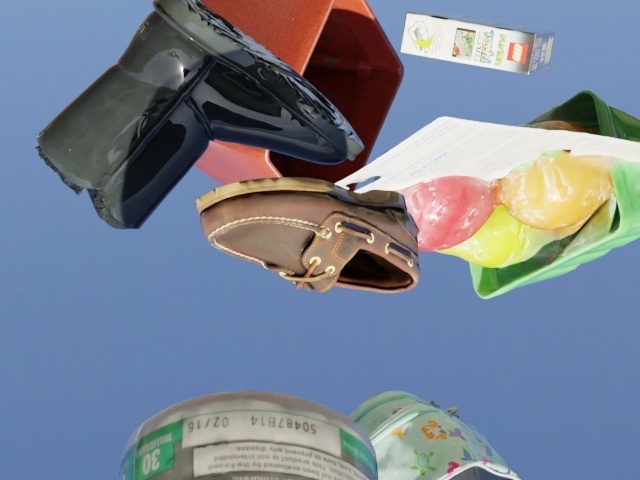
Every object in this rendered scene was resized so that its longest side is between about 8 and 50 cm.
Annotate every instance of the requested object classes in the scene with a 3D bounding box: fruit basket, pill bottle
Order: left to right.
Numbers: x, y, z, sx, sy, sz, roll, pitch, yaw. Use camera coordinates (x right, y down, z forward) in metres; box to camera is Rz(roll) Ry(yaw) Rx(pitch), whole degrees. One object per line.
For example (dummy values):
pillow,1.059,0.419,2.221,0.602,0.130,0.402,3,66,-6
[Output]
pill bottle,-0.051,0.310,1.332,0.204,0.204,0.361,-3,-127,1
fruit basket,0.162,-0.059,1.834,0.353,0.165,0.327,9,156,-31

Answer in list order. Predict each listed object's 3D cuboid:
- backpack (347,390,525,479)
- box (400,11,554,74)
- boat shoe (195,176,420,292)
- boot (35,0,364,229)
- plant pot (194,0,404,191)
backpack,0.087,0.280,1.988,0.191,0.225,0.253,47,-171,22
box,0.144,-0.179,1.641,0.114,0.036,0.207,11,-171,11
boat shoe,0.000,0.000,1.274,0.073,0.073,0.207,-24,161,40
boot,-0.112,-0.089,1.676,0.246,0.207,0.094,35,-165,-24
plant pot,-0.076,-0.195,2.374,0.236,0.267,0.267,17,-107,25
